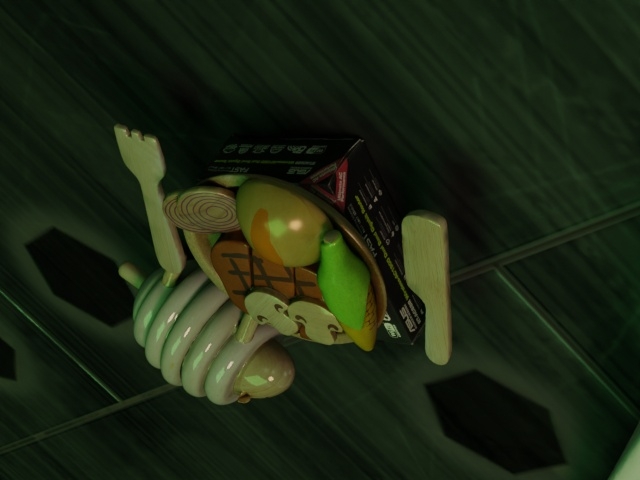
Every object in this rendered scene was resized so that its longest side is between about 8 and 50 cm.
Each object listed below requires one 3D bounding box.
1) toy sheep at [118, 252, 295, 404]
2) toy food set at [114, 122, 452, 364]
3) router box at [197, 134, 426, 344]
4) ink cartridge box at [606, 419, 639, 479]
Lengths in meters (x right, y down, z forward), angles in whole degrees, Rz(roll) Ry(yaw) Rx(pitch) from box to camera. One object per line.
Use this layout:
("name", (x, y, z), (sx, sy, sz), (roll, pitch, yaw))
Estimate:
("toy sheep", (-0.068, 0.049, 0.918), (0.132, 0.091, 0.091), (38, 149, 21))
("toy food set", (-0.025, 0.014, 0.801), (0.192, 0.038, 0.132), (17, 142, 24))
("router box", (0.000, 0.000, 0.835), (0.092, 0.038, 0.122), (4, 135, 39))
("ink cartridge box", (0.298, 0.166, 0.775), (0.308, 0.091, 0.385), (27, 162, 11))
